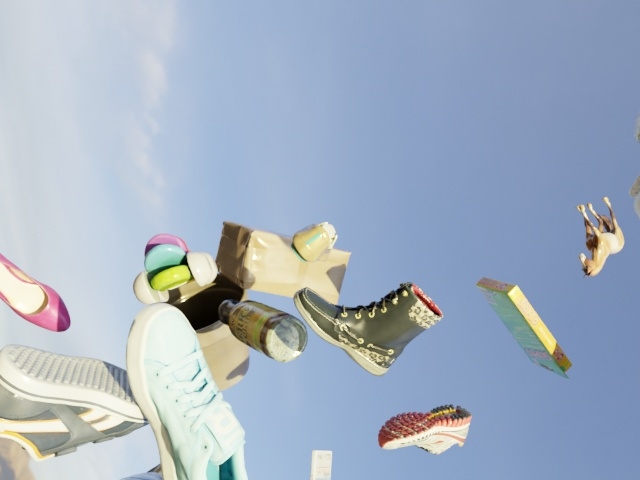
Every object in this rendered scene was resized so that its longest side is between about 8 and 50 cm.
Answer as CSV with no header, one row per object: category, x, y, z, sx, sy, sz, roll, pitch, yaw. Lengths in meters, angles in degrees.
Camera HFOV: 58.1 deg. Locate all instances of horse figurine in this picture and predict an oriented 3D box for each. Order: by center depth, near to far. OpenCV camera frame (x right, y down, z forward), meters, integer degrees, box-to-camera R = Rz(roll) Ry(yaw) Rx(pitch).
horse figurine,0.721,-0.016,1.484,0.066,0.263,0.174,-24,-97,43

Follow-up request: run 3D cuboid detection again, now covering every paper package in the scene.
paper package,-0.124,0.061,1.729,0.309,0.325,0.168,19,-85,63

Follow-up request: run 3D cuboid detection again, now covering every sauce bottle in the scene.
sauce bottle,-0.157,0.206,1.401,0.344,0.111,0.111,5,-72,59

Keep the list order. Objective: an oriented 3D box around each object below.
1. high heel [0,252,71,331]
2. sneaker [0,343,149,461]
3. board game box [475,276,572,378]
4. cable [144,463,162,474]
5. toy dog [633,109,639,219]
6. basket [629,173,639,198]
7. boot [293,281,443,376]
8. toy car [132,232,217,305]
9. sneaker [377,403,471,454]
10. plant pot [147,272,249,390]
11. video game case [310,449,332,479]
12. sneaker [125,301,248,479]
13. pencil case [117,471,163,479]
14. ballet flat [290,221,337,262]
high heel,-0.580,0.093,1.102,0.244,0.082,0.117,52,-14,-12
sneaker,-0.378,0.252,0.873,0.126,0.321,0.127,35,-93,36
board game box,0.452,0.192,1.269,0.259,0.039,0.124,54,-11,-15
cable,-0.369,0.580,1.468,0.139,0.287,0.072,-20,-83,37
toy dog,0.577,-0.159,0.799,0.284,0.395,0.408,-8,-54,30
basket,0.738,-0.131,1.166,0.113,0.103,0.167,53,-55,48
boot,0.087,0.124,1.051,0.236,0.085,0.178,40,-69,-14
toy car,-0.313,0.050,1.211,0.182,0.159,0.136,159,-91,-88
sneaker,0.231,0.430,1.259,0.088,0.225,0.092,-151,-120,-67
plant pot,-0.345,0.302,1.776,0.323,0.323,0.280,22,-46,50
video game case,-0.001,0.483,1.147,0.011,0.087,0.122,-4,-111,22
sneaker,-0.180,0.267,0.893,0.150,0.135,0.366,-4,-73,33
pencil case,-0.342,0.527,1.051,0.410,0.160,0.183,121,-17,-67
ballet flat,0.000,0.000,1.082,0.080,0.073,0.232,52,7,-1
